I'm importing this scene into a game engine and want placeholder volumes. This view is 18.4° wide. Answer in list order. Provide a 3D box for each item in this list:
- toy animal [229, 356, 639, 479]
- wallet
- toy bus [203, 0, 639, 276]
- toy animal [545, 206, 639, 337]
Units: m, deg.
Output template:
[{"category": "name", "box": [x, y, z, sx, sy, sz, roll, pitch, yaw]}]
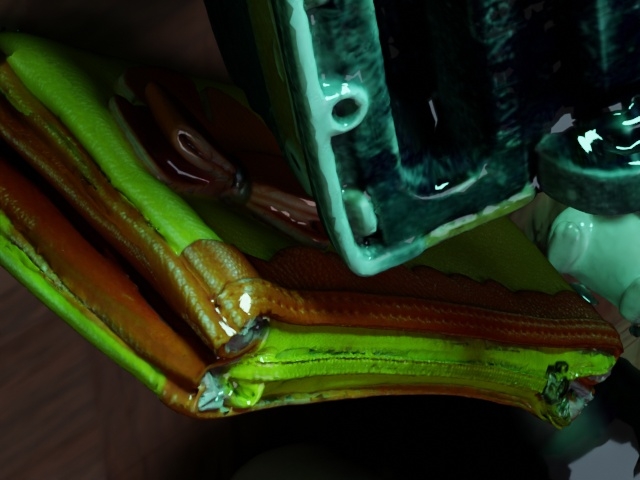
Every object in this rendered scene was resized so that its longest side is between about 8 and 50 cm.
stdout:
[{"category": "toy animal", "box": [0.049, 0.131, 0.818, 0.235, 0.165, 0.187, -51, 147, 3]}, {"category": "wallet", "box": [0.000, 0.000, 0.646, 0.241, 0.141, 0.067, 6, 122, -55]}, {"category": "toy bus", "box": [0.095, -0.119, 0.573, 0.275, 0.167, 0.138, -24, 134, -11]}, {"category": "toy animal", "box": [0.161, -0.022, 0.892, 0.085, 0.071, 0.124, 10, 114, -54]}]
